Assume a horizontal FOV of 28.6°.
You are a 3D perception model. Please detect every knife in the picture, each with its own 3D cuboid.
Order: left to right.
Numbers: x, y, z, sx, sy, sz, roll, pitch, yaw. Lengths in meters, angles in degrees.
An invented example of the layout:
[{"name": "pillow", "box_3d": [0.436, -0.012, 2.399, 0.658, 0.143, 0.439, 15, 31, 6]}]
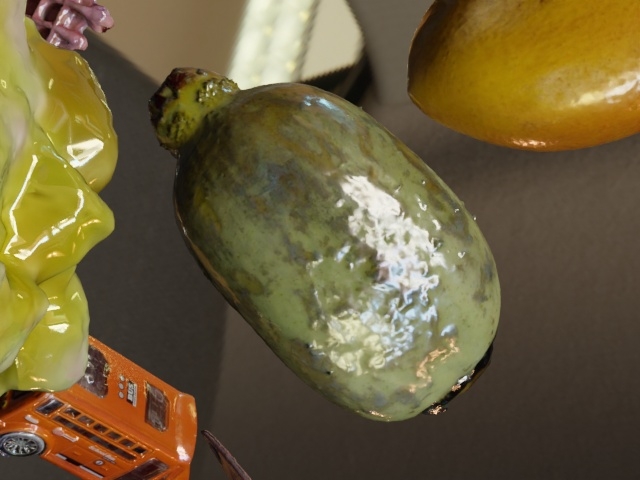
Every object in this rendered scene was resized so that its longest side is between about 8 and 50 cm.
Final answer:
[{"name": "knife", "box_3d": [-0.037, 0.273, 1.136, 0.247, 0.018, 0.035, 54, -31, 8]}]

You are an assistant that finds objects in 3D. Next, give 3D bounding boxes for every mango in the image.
[{"name": "mango", "box_3d": [0.190, -0.154, 0.925, 0.257, 0.187, 0.138, -36, -170, 0]}]

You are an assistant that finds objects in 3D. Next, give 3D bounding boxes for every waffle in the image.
[{"name": "waffle", "box_3d": [-0.358, -0.304, 1.555, 0.221, 0.055, 0.234, -24, -110, 14]}]

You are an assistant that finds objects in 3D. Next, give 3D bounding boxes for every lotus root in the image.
[{"name": "lotus root", "box_3d": [0.000, 0.000, 0.880, 0.173, 0.309, 0.173, -42, -165, 15]}]

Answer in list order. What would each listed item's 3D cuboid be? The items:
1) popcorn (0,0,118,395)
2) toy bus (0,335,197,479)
[{"name": "popcorn", "box_3d": [-0.190, -0.035, 0.396, 0.212, 0.259, 0.259, -9, -123, 14]}, {"name": "toy bus", "box_3d": [-0.272, 0.235, 1.628, 0.153, 0.329, 0.143, -27, -136, 25]}]
